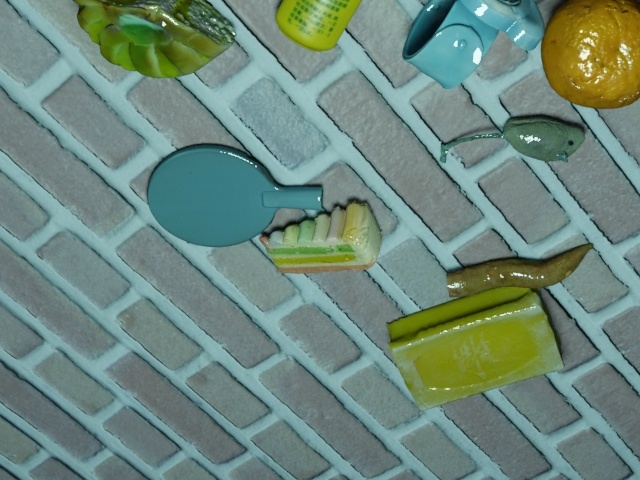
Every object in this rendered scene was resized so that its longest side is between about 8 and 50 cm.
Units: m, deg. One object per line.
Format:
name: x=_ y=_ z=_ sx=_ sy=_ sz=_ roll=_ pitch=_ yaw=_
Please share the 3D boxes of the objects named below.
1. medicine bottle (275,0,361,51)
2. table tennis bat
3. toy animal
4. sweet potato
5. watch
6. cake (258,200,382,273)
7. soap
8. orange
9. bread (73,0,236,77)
medicine bottle: x=0.039 y=-0.439 z=1.544 sx=0.111 sy=0.076 sz=0.309 roll=25 pitch=122 yaw=-16
table tennis bat: x=-0.158 y=-0.078 z=1.815 sx=0.328 sy=0.044 sz=0.215 roll=0 pitch=123 yaw=6
toy animal: x=0.332 y=-0.172 z=1.713 sx=0.252 sy=0.070 sz=0.079 roll=-3 pitch=107 yaw=8
sweet potato: x=0.379 y=0.063 z=1.863 sx=0.281 sy=0.067 sz=0.059 roll=-8 pitch=130 yaw=7
watch: x=0.222 y=-0.345 z=1.549 sx=0.211 sy=0.211 sz=0.193 roll=31 pitch=134 yaw=-16
cake: x=0.001 y=0.017 z=1.831 sx=0.225 sy=0.090 sz=0.109 roll=-18 pitch=138 yaw=17
soap: x=0.308 y=0.209 z=1.951 sx=0.314 sy=0.091 sz=0.199 roll=-18 pitch=122 yaw=15
orange: x=0.444 y=-0.301 z=1.566 sx=0.193 sy=0.161 sz=0.193 roll=1 pitch=111 yaw=2
bread: x=-0.270 y=-0.333 z=1.587 sx=0.260 sy=0.158 sz=0.156 roll=5 pitch=127 yaw=2
